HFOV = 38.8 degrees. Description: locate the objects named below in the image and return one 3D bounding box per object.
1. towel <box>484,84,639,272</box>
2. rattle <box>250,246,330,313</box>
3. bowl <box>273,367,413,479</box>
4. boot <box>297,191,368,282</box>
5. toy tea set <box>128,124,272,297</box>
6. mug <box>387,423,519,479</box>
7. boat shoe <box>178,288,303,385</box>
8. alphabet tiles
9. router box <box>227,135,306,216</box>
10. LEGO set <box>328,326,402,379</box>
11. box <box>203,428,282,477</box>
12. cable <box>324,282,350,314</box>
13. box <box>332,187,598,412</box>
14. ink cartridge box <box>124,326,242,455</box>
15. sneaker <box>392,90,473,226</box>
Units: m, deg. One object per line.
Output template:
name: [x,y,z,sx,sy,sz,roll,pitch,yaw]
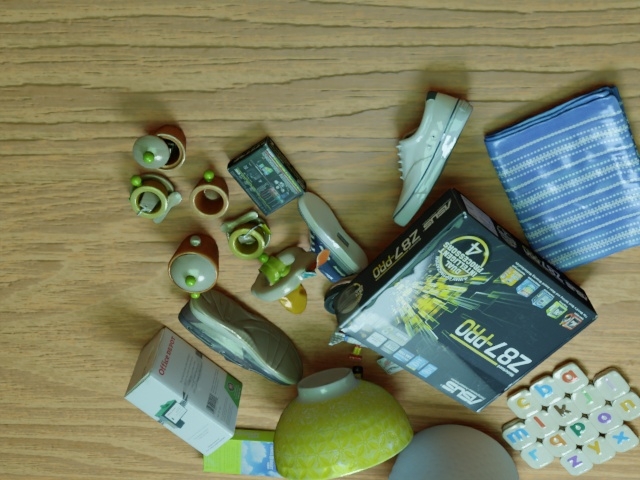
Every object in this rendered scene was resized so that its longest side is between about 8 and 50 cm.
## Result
towel: [0.463,-0.096,1.636,0.243,0.040,0.336,-22,118,16]
rattle: [-0.025,0.087,1.696,0.200,0.130,0.142,-15,110,41]
bowl: [0.027,0.346,1.812,0.290,0.289,0.156,-15,97,12]
boot: [0.000,0.000,1.703,0.086,0.069,0.190,-27,109,35]
toy tea set: [-0.245,-0.043,1.654,0.200,0.124,0.336,-29,115,19]
mug: [0.229,0.611,1.863,0.276,0.328,0.374,33,115,4]
boat shoe: [-0.159,0.202,1.819,0.285,0.102,0.092,38,129,-22]
alphabet tiles: [0.536,0.381,1.929,0.284,0.021,0.278,-35,114,21]
router box: [-0.097,-0.116,1.653,0.092,0.038,0.122,-30,116,20]
LEGO set: [0.140,0.211,1.814,0.244,0.060,0.182,-26,122,26]
box: [-0.169,0.468,2.006,0.178,0.042,0.109,4,122,0]
cable: [0.140,0.068,1.759,0.287,0.072,0.139,-32,132,33]
box: [0.270,0.124,1.689,0.395,0.097,0.318,35,115,-29]
ink cartridge box: [-0.274,0.305,1.846,0.219,0.160,0.092,40,115,-18]
sneaker: [0.176,-0.147,1.603,0.091,0.094,0.258,28,116,7]
